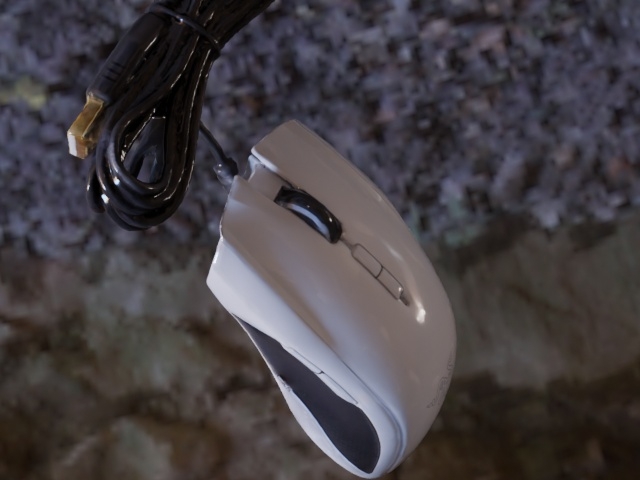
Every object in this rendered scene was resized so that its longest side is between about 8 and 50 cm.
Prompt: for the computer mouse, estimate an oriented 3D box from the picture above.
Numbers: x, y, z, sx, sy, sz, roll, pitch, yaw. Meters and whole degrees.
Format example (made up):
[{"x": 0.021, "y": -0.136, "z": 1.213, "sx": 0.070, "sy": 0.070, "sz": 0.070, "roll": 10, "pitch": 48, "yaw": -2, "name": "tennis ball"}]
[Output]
[{"x": 0.000, "y": 0.000, "z": 0.570, "sx": 0.042, "sy": 0.106, "sz": 0.193, "roll": -3, "pitch": 137, "yaw": 37, "name": "computer mouse"}]
